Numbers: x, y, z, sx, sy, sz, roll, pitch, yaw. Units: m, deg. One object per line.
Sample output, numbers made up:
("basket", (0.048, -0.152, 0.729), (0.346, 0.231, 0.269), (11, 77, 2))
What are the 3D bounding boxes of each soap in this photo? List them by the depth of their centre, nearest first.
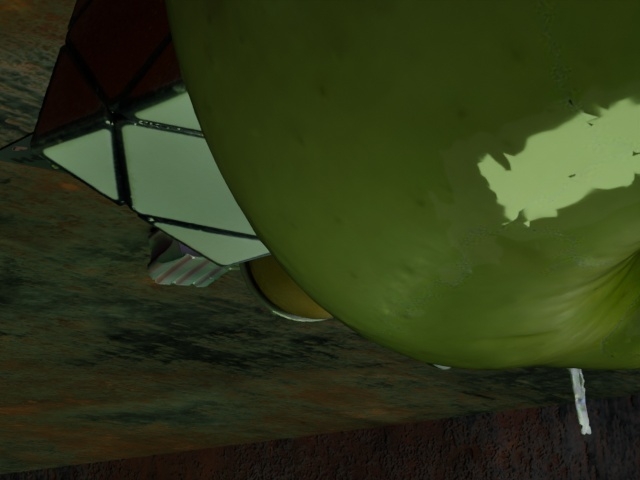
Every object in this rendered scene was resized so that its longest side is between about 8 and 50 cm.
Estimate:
("soap", (-0.162, 0.014, 2.125), (0.100, 0.056, 0.149), (2, 165, -22))

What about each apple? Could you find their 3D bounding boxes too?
("apple", (0.138, -0.164, 0.833), (0.473, 0.474, 0.473), (-2, 165, -1))

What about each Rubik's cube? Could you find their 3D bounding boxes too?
("Rubik's cube", (-0.055, -0.126, 1.269), (0.207, 0.205, 0.205), (-18, 140, 43))

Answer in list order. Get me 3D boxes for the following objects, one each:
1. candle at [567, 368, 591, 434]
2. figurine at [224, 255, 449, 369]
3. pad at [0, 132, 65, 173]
("candle", (0.257, 0.029, 1.750), (0.187, 0.330, 0.187), (2, 171, 0))
("figurine", (0.000, 0.002, 1.732), (0.342, 0.167, 0.285), (23, 173, -10))
("pad", (-0.211, -0.103, 1.791), (0.170, 0.006, 0.245), (10, 160, -40))
